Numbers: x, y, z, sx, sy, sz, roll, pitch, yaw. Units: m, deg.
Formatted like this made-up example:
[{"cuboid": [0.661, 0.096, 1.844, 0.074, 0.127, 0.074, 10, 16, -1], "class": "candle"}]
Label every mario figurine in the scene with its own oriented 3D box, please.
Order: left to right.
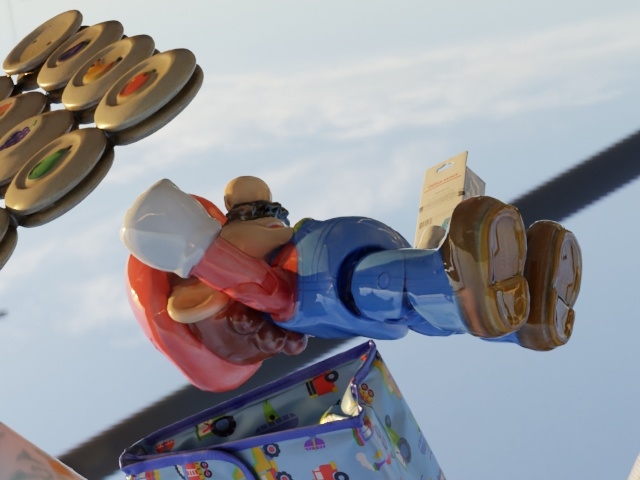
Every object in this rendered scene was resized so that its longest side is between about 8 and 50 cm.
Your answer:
[{"cuboid": [0.000, 0.000, 0.823, 0.320, 0.198, 0.170, -3, -138, 34], "class": "mario figurine"}]

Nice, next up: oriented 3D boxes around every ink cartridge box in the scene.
[{"cuboid": [0.105, -0.027, 0.998, 0.048, 0.028, 0.083, -24, -140, 38], "class": "ink cartridge box"}]

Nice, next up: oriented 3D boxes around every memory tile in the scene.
[{"cuboid": [-0.103, -0.034, 0.415, 0.113, 0.012, 0.148, -43, -151, -11], "class": "memory tile"}]

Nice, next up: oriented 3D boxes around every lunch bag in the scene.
[{"cuboid": [-0.040, 0.258, 1.199, 0.293, 0.221, 0.138, -20, -158, 19], "class": "lunch bag"}]

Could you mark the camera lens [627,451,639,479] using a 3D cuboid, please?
[{"cuboid": [0.290, 0.271, 0.854, 0.219, 0.274, 0.219, 22, -176, -2], "class": "camera lens"}]

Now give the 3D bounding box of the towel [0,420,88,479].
[{"cuboid": [-0.360, 0.265, 0.894, 0.374, 0.320, 0.090, -51, -163, 4], "class": "towel"}]
